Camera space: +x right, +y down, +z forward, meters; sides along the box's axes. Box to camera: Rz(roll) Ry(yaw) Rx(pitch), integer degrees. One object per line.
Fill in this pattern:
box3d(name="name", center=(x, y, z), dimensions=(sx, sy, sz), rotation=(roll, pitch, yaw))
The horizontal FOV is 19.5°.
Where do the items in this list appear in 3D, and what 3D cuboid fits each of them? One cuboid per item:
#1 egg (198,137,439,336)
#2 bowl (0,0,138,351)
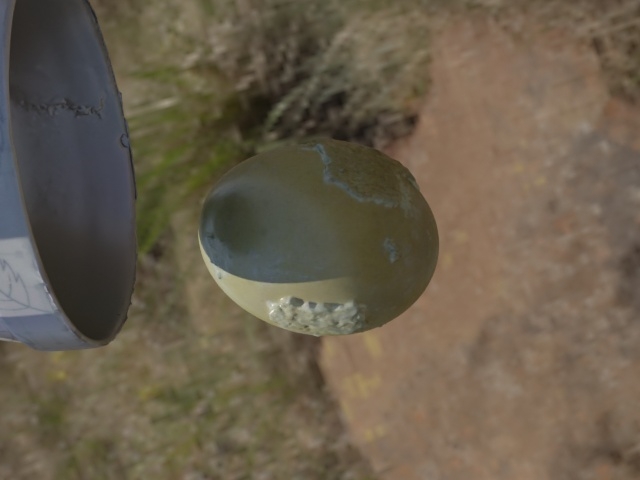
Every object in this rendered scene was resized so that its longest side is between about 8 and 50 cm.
box3d(name="egg", center=(0.000, -0.003, 1.508), dimensions=(0.164, 0.202, 0.164), rotation=(-173, 90, -70))
box3d(name="bowl", center=(-0.240, -0.055, 1.351), dimensions=(0.287, 0.144, 0.287), rotation=(-8, -90, -79))
